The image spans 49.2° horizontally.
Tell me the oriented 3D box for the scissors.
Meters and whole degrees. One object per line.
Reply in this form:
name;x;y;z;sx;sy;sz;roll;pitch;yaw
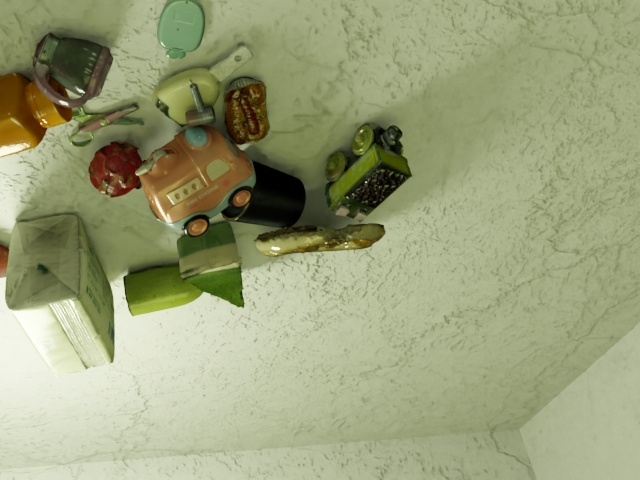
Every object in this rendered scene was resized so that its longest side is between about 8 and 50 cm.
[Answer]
scissors;-0.506;-0.278;1.618;0.187;0.020;0.133;-8;140;-3

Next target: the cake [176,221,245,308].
cake;-0.261;0.076;2.056;0.172;0.158;0.283;-28;143;18

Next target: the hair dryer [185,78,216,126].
hair dryer;-0.276;-0.307;1.549;0.063;0.037;0.114;-11;134;2

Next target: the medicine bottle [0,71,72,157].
medicine bottle;-0.651;-0.269;1.479;0.222;0.149;0.112;-15;145;4

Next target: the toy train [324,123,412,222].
toy train;0.119;-0.176;1.805;0.134;0.177;0.261;18;134;-35

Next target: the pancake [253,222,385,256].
pancake;0.000;-0.002;1.948;0.382;0.071;0.382;-7;176;-1

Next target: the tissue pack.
tissue pack;-0.701;0.152;1.917;0.207;0.297;0.380;-10;142;-7

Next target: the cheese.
cheese;-0.253;-0.354;1.563;0.251;0.054;0.127;-30;140;22

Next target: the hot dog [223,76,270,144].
hot dog;-0.175;-0.302;1.655;0.108;0.059;0.191;-12;143;-9

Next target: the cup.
cup;-0.170;-0.126;1.856;0.177;0.239;0.166;11;97;-38

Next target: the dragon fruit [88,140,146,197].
dragon fruit;-0.496;-0.164;1.685;0.166;0.133;0.136;-25;135;34

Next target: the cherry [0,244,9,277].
cherry;-0.890;0.060;1.912;0.106;0.087;0.126;-32;158;15

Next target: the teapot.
teapot;-0.515;-0.349;1.432;0.146;0.116;0.148;21;92;-20

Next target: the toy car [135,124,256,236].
toy car;-0.300;-0.162;1.661;0.270;0.180;0.212;-34;142;-9

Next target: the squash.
squash;-0.461;0.144;2.114;0.247;0.132;0.132;-11;144;-3

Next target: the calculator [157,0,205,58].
calculator;-0.291;-0.440;1.461;0.095;0.021;0.153;4;138;-21
